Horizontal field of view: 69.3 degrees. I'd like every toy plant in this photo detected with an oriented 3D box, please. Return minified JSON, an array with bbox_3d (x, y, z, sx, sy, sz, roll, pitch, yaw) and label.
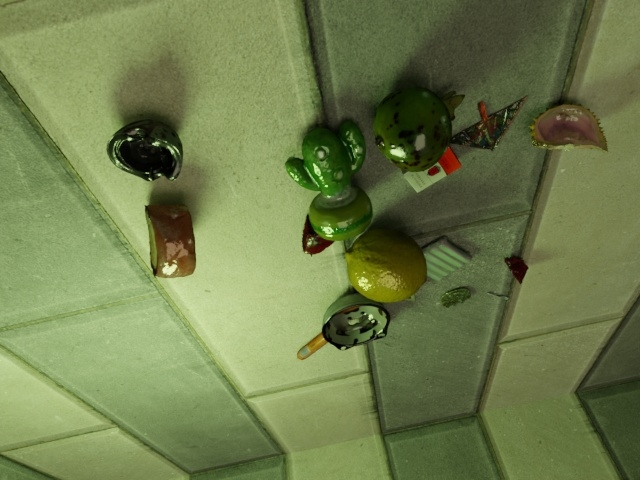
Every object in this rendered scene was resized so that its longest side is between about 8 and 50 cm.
[{"bbox_3d":[0.030,-0.167,1.288,0.224,0.184,0.315,-16,123,-2],"label":"toy plant"}]

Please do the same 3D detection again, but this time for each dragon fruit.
[{"bbox_3d":[0.002,0.000,1.481,0.121,0.127,0.161,7,135,-9],"label":"dragon fruit"},{"bbox_3d":[0.766,0.096,1.808,0.063,0.097,0.131,-34,115,19],"label":"dragon fruit"}]

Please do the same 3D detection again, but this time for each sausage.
[{"bbox_3d":[0.003,0.434,2.017,0.053,0.053,0.348,22,129,-33],"label":"sausage"}]

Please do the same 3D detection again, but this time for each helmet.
[{"bbox_3d":[-0.416,-0.232,1.135,0.177,0.107,0.153,4,143,11],"label":"helmet"}]

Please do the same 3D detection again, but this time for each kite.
[{"bbox_3d":[0.476,-0.323,1.307,0.232,0.009,0.189,-27,136,15],"label":"kite"}]

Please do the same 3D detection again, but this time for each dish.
[{"bbox_3d":[0.131,0.300,1.838,0.303,0.120,0.303,-8,135,-8],"label":"dish"}]

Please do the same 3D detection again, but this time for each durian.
[{"bbox_3d":[0.684,-0.299,1.292,0.183,0.132,0.165,-17,129,23],"label":"durian"}]

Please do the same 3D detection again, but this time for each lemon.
[{"bbox_3d":[0.215,0.082,1.526,0.268,0.267,0.267,-7,139,-6],"label":"lemon"}]

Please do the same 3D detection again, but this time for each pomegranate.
[{"bbox_3d":[0.251,-0.288,1.160,0.263,0.211,0.211,-28,140,-11],"label":"pomegranate"}]

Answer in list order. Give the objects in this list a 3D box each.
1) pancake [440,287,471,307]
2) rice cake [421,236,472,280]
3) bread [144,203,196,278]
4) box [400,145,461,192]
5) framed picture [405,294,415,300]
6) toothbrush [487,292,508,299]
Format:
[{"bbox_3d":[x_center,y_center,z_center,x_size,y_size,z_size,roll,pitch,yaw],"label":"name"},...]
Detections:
[{"bbox_3d":[0.569,0.240,1.952,0.130,0.022,0.116,-23,135,13],"label":"pancake"},{"bbox_3d":[0.441,0.072,1.723,0.189,0.037,0.198,-35,134,25],"label":"rice cake"},{"bbox_3d":[-0.432,-0.005,1.331,0.123,0.190,0.244,-10,137,-22],"label":"bread"},{"bbox_3d":[0.325,-0.218,1.365,0.152,0.048,0.100,-32,137,19],"label":"box"},{"bbox_3d":[0.261,0.154,1.747,0.184,0.016,0.250,1,141,15],"label":"framed picture"},{"bbox_3d":[0.769,0.240,2.008,0.131,0.011,0.013,16,111,-27],"label":"toothbrush"}]
